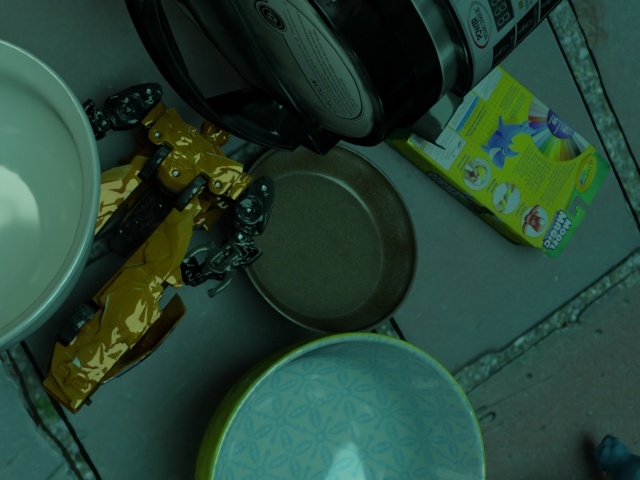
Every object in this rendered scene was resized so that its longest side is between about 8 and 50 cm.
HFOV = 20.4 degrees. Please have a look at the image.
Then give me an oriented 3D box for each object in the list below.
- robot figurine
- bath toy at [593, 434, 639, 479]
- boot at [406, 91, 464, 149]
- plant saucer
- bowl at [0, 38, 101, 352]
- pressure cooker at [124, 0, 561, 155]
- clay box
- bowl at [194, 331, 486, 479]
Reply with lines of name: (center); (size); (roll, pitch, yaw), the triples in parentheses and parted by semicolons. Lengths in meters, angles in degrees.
robot figurine: (-0.180, 0.000, 1.595); (0.211, 0.085, 0.291); (41, 75, 0)
bath toy: (0.200, 0.334, 1.820); (0.348, 0.151, 0.129); (-31, 70, -19)
boot: (0.102, -0.199, 1.724); (0.137, 0.077, 0.198); (28, 94, 0)
plant saucer: (0.000, 0.000, 1.707); (0.199, 0.036, 0.198); (10, 68, -26)
bowl: (-0.308, -0.015, 1.484); (0.298, 0.134, 0.297); (-4, 70, 10)
pressure cooker: (0.017, -0.282, 1.495); (0.420, 0.375, 0.370); (-45, 99, -12)
clay box: (0.185, -0.089, 1.814); (0.222, 0.053, 0.127); (38, 77, -25)
bowl: (-0.005, 0.221, 1.683); (0.289, 0.156, 0.289); (-2, 95, -28)
